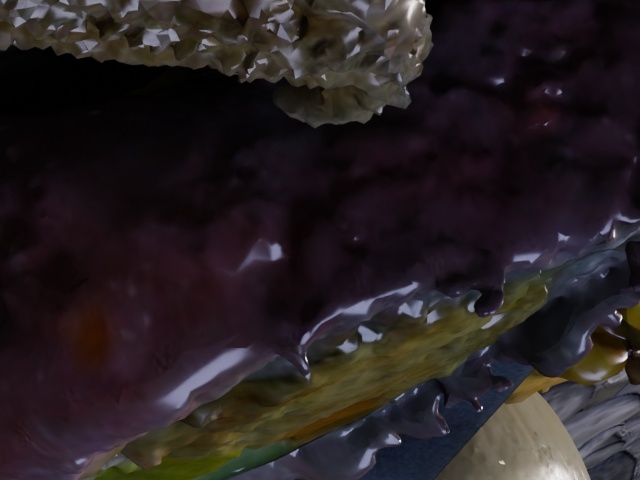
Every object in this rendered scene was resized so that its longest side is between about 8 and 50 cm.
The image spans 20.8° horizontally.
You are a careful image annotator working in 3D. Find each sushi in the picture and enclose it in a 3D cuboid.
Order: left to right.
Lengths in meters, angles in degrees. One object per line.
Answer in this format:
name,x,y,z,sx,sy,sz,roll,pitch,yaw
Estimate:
sushi,-0.015,0.002,0.453,0.161,0.107,0.241,-5,160,-45

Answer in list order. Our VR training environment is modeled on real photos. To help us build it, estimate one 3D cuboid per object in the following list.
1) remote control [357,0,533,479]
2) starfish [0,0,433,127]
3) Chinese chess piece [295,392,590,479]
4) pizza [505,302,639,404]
remote control,0.074,-0.048,0.518,0.107,0.044,0.377,23,131,-14
starfish,-0.116,-0.066,0.290,0.299,0.060,0.302,-13,140,-17
Chinese chess piece,0.008,0.154,0.792,0.250,0.103,0.250,-26,154,-14
pizza,0.265,-0.052,0.604,0.440,0.130,0.406,-23,173,-23
